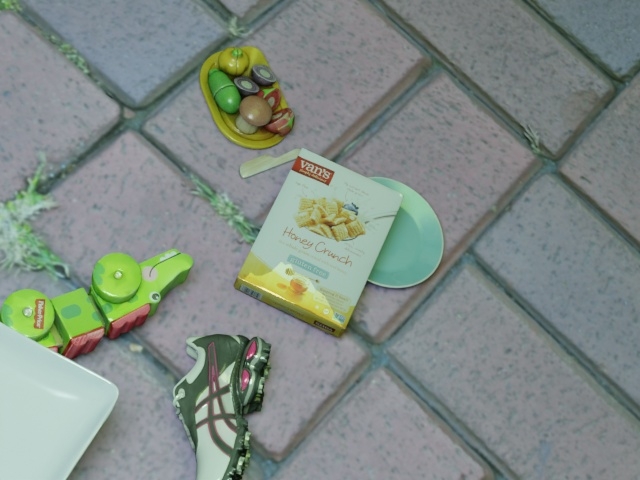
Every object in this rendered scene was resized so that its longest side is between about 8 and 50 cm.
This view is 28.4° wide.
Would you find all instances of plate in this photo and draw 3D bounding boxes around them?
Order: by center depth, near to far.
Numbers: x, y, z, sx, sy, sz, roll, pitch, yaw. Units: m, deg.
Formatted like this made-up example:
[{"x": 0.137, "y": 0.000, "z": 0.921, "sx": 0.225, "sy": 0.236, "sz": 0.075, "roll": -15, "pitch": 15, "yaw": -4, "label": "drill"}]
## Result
[{"x": -0.421, "y": 0.228, "z": 1.487, "sx": 0.278, "sy": 0.045, "sz": 0.277, "roll": 28, "pitch": 62, "yaw": 4, "label": "plate"}, {"x": 0.098, "y": -0.010, "z": 1.925, "sx": 0.188, "sy": 0.024, "sz": 0.188, "roll": 9, "pitch": 61, "yaw": -17, "label": "plate"}]

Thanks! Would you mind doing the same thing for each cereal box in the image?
[{"x": 0.000, "y": 0.000, "z": 1.843, "sx": 0.173, "sy": 0.047, "sz": 0.240, "roll": 25, "pitch": 64, "yaw": -1, "label": "cereal box"}]

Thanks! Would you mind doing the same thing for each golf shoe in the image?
[{"x": -0.143, "y": 0.246, "z": 1.664, "sx": 0.120, "sy": 0.105, "sz": 0.273, "roll": 10, "pitch": 54, "yaw": 1, "label": "golf shoe"}]

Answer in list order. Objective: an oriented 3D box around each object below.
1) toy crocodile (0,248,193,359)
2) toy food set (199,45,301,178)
[{"x": -0.314, "y": 0.104, "z": 1.645, "sx": 0.340, "sy": 0.115, "sz": 0.105, "roll": -24, "pitch": 76, "yaw": -28, "label": "toy crocodile"}, {"x": -0.099, "y": -0.214, "z": 1.923, "sx": 0.128, "sy": 0.071, "sz": 0.218, "roll": -15, "pitch": 71, "yaw": -28, "label": "toy food set"}]
